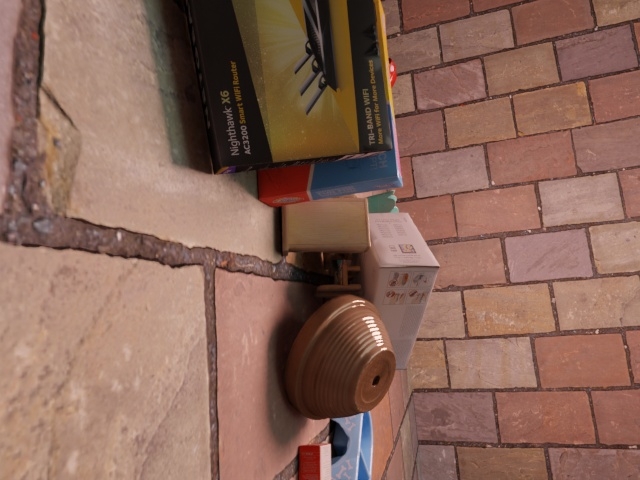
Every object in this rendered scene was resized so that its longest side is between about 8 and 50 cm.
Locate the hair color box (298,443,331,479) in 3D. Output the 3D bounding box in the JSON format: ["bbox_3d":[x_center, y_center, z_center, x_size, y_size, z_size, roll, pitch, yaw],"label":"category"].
[{"bbox_3d":[-0.009,0.442,0.732,0.072,0.043,0.141,52,33,-61],"label":"hair color box"}]

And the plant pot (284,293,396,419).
[{"bbox_3d":[0.059,0.226,0.737,0.237,0.109,0.238,-20,119,-41],"label":"plant pot"}]

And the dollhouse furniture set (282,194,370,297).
[{"bbox_3d":[0.000,0.000,0.869,0.242,0.160,0.213,106,-18,-72],"label":"dollhouse furniture set"}]

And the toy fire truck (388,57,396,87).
[{"bbox_3d":[0.105,-0.399,1.123,0.246,0.216,0.159,35,80,-51],"label":"toy fire truck"}]

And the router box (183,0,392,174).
[{"bbox_3d":[-0.045,-0.257,0.551,0.081,0.242,0.310,-174,-106,-69],"label":"router box"}]

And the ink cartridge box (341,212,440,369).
[{"bbox_3d":[0.137,0.099,0.967,0.272,0.129,0.310,-104,-163,-54],"label":"ink cartridge box"}]

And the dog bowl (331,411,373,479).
[{"bbox_3d":[0.067,0.497,0.919,0.297,0.073,0.166,-74,152,-55],"label":"dog bowl"}]

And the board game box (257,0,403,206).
[{"bbox_3d":[0.005,-0.233,0.712,0.064,0.241,0.317,22,61,-71],"label":"board game box"}]

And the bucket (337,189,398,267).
[{"bbox_3d":[0.147,0.001,1.189,0.281,0.182,0.282,-10,90,-77],"label":"bucket"}]
